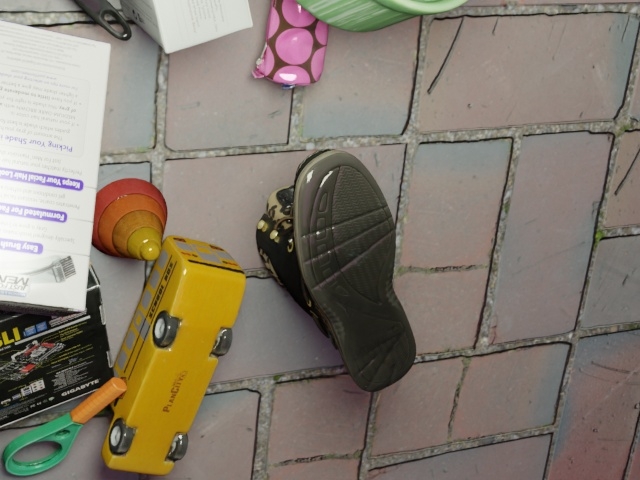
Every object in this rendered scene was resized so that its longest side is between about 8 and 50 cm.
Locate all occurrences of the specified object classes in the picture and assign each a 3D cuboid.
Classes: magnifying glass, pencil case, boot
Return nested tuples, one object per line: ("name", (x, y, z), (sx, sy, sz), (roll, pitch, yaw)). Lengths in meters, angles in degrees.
("magnifying glass", (-0.367, 0.270, 1.823), (0.231, 0.026, 0.092), (-40, 143, 19))
("pencil case", (-0.032, -0.313, 1.705), (0.098, 0.095, 0.209), (4, 111, -14))
("boot", (0.000, 0.000, 1.760), (0.138, 0.284, 0.377), (-28, 126, -11))

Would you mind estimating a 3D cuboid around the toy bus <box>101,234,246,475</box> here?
("toy bus", (-0.222, 0.171, 1.829), (0.108, 0.130, 0.332), (13, 108, -33))

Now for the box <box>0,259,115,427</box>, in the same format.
("box", (-0.442, 0.157, 1.681), (0.322, 0.079, 0.257), (-21, 147, -17))

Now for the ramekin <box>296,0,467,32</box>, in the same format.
("ramekin", (0.064, -0.411, 1.592), (0.303, 0.148, 0.303), (10, 74, -37))

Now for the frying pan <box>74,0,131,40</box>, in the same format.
("frying pan", (-0.343, -0.386, 1.527), (0.326, 0.053, 0.197), (17, 106, -35))

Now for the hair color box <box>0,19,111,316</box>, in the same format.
("hair color box", (-0.370, -0.085, 1.535), (0.185, 0.110, 0.338), (9, 78, -26))

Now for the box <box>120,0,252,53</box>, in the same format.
("box", (-0.182, -0.350, 1.548), (0.119, 0.181, 0.181), (-21, 123, -16))

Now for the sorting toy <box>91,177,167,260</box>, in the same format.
("sorting toy", (-0.350, -0.031, 1.662), (0.366, 0.126, 0.127), (13, 108, -33))
